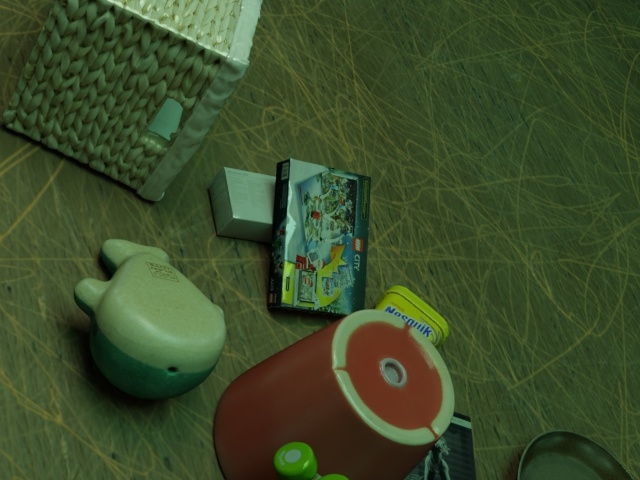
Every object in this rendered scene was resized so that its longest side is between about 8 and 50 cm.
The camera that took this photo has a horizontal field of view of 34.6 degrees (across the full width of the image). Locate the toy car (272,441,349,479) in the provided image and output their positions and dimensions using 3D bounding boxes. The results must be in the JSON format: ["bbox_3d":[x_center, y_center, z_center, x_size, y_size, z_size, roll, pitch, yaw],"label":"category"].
[{"bbox_3d":[-0.046,0.364,1.211,0.188,0.155,0.149,-34,39,-22],"label":"toy car"}]

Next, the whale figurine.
[{"bbox_3d":[-0.236,0.105,1.382,0.216,0.141,0.272,13,25,-31],"label":"whale figurine"}]

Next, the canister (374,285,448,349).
[{"bbox_3d":[0.117,0.162,1.631,0.126,0.073,0.170,39,40,5],"label":"canister"}]

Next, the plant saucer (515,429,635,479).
[{"bbox_3d":[0.427,0.459,1.666,0.310,0.050,0.311,22,45,-24],"label":"plant saucer"}]

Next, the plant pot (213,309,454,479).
[{"bbox_3d":[0.032,0.233,1.384,0.274,0.243,0.275,22,45,-24],"label":"plant pot"}]

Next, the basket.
[{"bbox_3d":[-0.264,-0.308,1.526,0.266,0.328,0.331,25,45,-18],"label":"basket"}]

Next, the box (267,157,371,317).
[{"bbox_3d":[0.000,0.000,1.627,0.159,0.044,0.233,11,77,-34],"label":"box"}]

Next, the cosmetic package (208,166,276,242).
[{"bbox_3d":[-0.061,-0.047,1.676,0.239,0.060,0.099,9,56,-34],"label":"cosmetic package"}]

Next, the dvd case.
[{"bbox_3d":[0.170,0.348,1.572,0.164,0.018,0.221,21,47,-23],"label":"dvd case"}]
